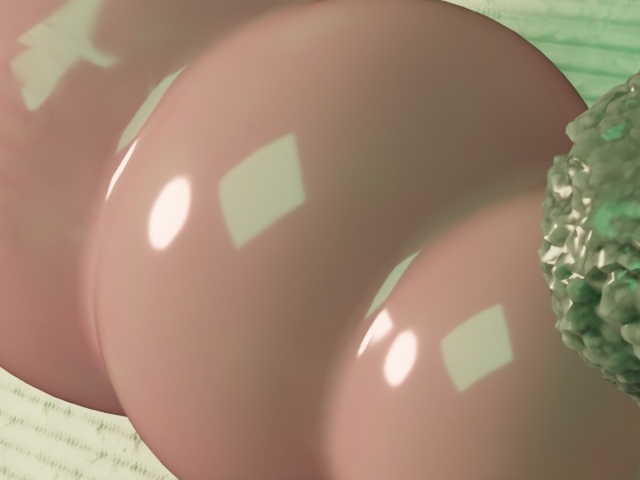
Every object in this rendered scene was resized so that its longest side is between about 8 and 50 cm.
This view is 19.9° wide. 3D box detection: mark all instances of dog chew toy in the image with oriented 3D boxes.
[{"bbox_3d":[0.000,0.000,0.594,0.332,0.206,0.206,37,88,39],"label":"dog chew toy"}]

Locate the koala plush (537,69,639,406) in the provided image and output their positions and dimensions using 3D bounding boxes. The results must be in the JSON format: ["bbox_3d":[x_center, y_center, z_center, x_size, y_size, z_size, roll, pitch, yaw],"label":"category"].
[{"bbox_3d":[0.182,-0.019,0.436,0.203,0.221,0.196,-9,55,25],"label":"koala plush"}]
